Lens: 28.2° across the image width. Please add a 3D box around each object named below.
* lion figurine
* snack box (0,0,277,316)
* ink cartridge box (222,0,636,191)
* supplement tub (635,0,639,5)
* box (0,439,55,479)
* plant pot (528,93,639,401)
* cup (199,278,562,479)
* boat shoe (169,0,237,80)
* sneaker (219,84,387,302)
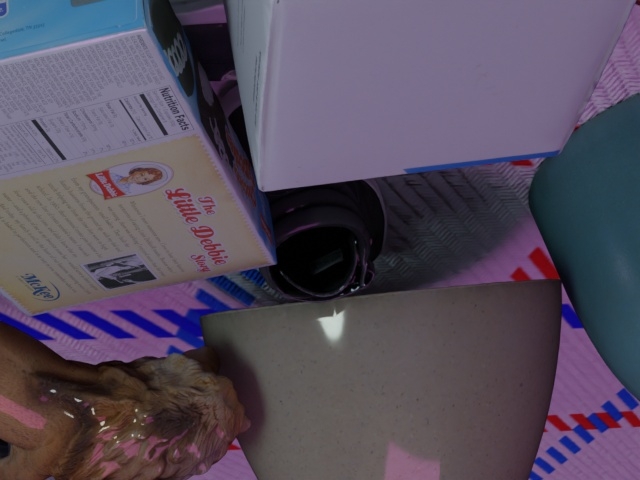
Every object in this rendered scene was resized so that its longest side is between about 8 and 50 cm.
[{"bbox_3d":[-0.265,0.100,1.013,0.392,0.142,0.240,29,147,-31],"label":"lion figurine"},{"bbox_3d":[-0.149,-0.047,0.769,0.187,0.060,0.322,-12,156,5],"label":"snack box"},{"bbox_3d":[0.033,-0.173,0.646,0.171,0.232,0.168,-8,154,-9],"label":"ink cartridge box"},{"bbox_3d":[0.243,-0.233,0.750,0.106,0.106,0.198,7,146,-32],"label":"supplement tub"},{"bbox_3d":[-0.299,0.212,1.292,0.087,0.169,0.290,-28,150,31],"label":"box"},{"bbox_3d":[0.356,0.026,1.131,0.293,0.235,0.293,-9,151,-5],"label":"plant pot"},{"bbox_3d":[0.064,0.169,1.158,0.331,0.236,0.331,-5,175,0],"label":"cup"},{"bbox_3d":[-0.137,-0.137,0.772,0.303,0.114,0.091,-2,144,-16],"label":"boat shoe"},{"bbox_3d":[0.000,0.000,1.039,0.105,0.146,0.296,-19,152,9],"label":"sneaker"}]
